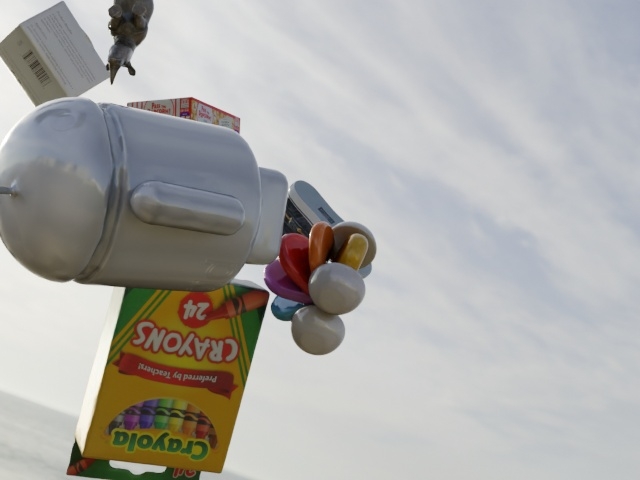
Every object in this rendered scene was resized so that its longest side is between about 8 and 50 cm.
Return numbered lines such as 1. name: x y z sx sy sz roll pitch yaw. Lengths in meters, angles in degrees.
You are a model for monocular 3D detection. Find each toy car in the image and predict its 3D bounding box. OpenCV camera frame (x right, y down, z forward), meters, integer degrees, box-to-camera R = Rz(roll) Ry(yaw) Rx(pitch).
1. toy car: -0.010 0.054 1.134 0.136 0.159 0.182 22 -57 -1

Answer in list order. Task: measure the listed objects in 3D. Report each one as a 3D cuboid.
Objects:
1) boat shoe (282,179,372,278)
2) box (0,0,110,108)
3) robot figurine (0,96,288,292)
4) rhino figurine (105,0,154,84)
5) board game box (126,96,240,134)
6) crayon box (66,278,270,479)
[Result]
1. boat shoe: 0.000 0.000 1.269 0.183 0.065 0.083 52 -52 13
2. box: -0.567 -0.378 1.753 0.182 0.119 0.181 -10 -63 52
3. robot figurine: -0.207 -0.046 0.930 0.353 0.199 0.300 7 -2 -37
4. rhino figurine: -0.339 -0.386 1.468 0.073 0.243 0.106 11 -13 -8
5. board game box: -0.268 -0.237 1.645 0.147 0.045 0.193 0 -4 22
6. crayon box: -0.210 0.196 1.149 0.202 0.318 0.081 14 2 -25
